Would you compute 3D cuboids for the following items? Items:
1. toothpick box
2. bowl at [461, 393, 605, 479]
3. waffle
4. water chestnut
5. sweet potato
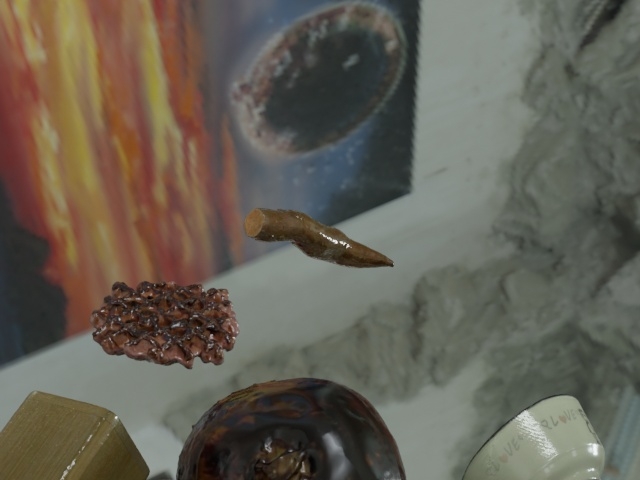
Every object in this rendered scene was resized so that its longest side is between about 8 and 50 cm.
[{"bbox_3d":[-0.371,0.359,1.718,0.188,0.308,0.190,8,-40,31],"label":"toothpick box"},{"bbox_3d":[0.341,0.362,2.078,0.126,0.238,0.237,51,-25,35],"label":"bowl"},{"bbox_3d":[-0.244,0.129,2.138,0.221,0.234,0.055,-98,-167,-60],"label":"waffle"},{"bbox_3d":[-0.027,0.364,1.931,0.350,0.350,0.302,58,11,23],"label":"water chestnut"},{"bbox_3d":[0.000,0.000,2.155,0.067,0.281,0.059,-30,-123,35],"label":"sweet potato"}]
